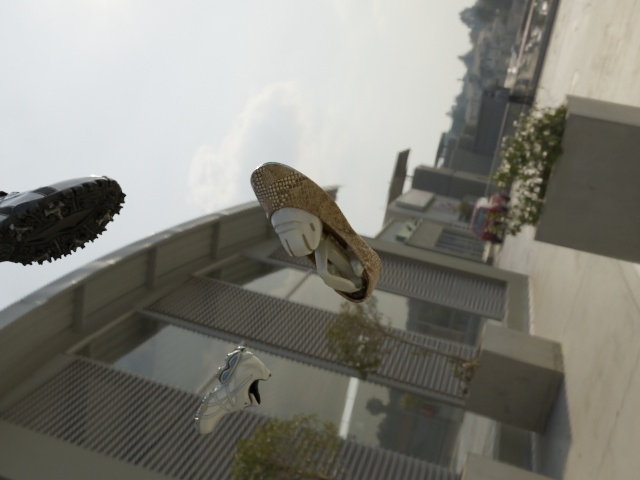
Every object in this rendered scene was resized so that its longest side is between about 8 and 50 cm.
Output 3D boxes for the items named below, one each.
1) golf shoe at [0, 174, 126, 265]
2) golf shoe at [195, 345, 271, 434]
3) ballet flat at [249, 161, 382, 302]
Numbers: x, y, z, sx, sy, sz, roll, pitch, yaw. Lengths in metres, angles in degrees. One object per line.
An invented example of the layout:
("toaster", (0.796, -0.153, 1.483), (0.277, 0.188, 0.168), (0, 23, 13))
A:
("golf shoe", (-0.267, -0.018, 0.572), (0.198, 0.093, 0.077), (-27, -32, -13))
("golf shoe", (-0.145, 0.265, 1.128), (0.176, 0.086, 0.069), (-61, -6, 20))
("ballet flat", (0.000, 0.000, 0.721), (0.206, 0.073, 0.067), (41, -138, -34))
